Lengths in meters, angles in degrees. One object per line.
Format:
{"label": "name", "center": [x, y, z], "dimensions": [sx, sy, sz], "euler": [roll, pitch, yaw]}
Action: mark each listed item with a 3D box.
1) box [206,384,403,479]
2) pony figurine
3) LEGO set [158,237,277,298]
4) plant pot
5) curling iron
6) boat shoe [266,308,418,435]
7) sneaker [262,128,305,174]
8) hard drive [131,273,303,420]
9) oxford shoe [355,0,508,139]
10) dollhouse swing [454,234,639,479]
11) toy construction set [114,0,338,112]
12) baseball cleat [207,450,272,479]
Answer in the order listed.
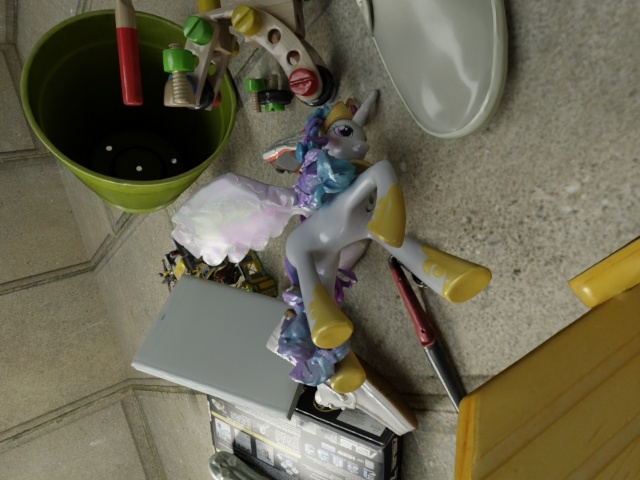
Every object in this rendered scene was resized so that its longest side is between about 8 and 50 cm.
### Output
{"label": "box", "center": [-0.042, 0.420, 0.890], "dimensions": [0.396, 0.097, 0.317], "euler": [10, 112, 29]}
{"label": "pony figurine", "center": [0.000, 0.000, 0.609], "dimensions": [0.351, 0.303, 0.363], "euler": [-47, 38, 25]}
{"label": "LEGO set", "center": [-0.268, 0.114, 1.061], "dimensions": [0.331, 0.192, 0.254], "euler": [-33, 78, 53]}
{"label": "plant pot", "center": [-0.399, -0.222, 0.996], "dimensions": [0.366, 0.367, 0.353], "euler": [66, 154, 7]}
{"label": "curling iron", "center": [0.161, 0.133, 0.652], "dimensions": [0.068, 0.035, 0.273], "euler": [-19, 89, 54]}
{"label": "boat shoe", "center": [0.029, 0.231, 0.754], "dimensions": [0.277, 0.098, 0.096], "euler": [38, 92, 15]}
{"label": "sneaker", "center": [-0.033, -0.147, 0.783], "dimensions": [0.158, 0.061, 0.064], "euler": [1, 132, 53]}
{"label": "hard drive", "center": [-0.166, 0.187, 0.854], "dimensions": [0.308, 0.202, 0.040], "euler": [13, 148, 15]}
{"label": "oxford shoe", "center": [0.075, -0.323, 0.499], "dimensions": [0.169, 0.130, 0.448], "euler": [-14, 95, 52]}
{"label": "dollhouse swing", "center": [0.313, 0.121, 0.232], "dimensions": [0.346, 0.305, 0.315], "euler": [58, 141, 19]}
{"label": "toy construction set", "center": [-0.129, -0.308, 0.642], "dimensions": [0.258, 0.309, 0.236], "euler": [11, 108, 41]}
{"label": "baseball cleat", "center": [-0.133, 0.489, 0.887], "dimensions": [0.206, 0.072, 0.109], "euler": [37, 142, 17]}
